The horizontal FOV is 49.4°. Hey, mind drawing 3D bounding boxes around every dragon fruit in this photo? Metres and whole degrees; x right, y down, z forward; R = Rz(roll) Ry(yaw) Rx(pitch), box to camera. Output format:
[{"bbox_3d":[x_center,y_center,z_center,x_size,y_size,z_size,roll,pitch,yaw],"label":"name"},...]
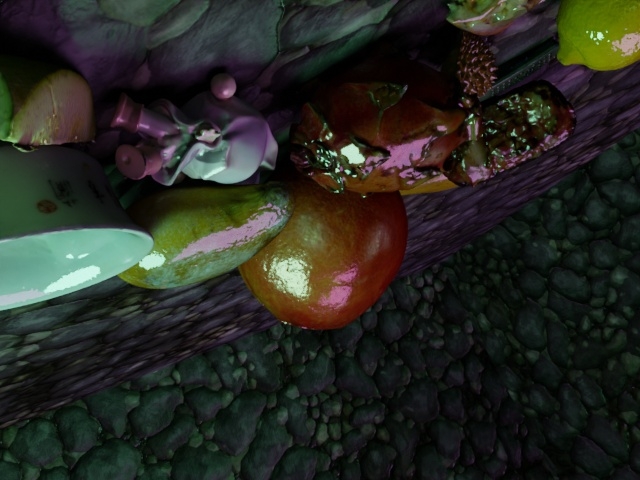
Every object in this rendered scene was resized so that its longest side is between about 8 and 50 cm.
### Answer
[{"bbox_3d":[0.106,-0.196,1.164,0.314,0.251,0.250,-23,169,17],"label":"dragon fruit"}]

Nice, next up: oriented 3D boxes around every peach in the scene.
[{"bbox_3d":[0.002,0.001,1.393,0.372,0.289,0.373,-27,130,-38],"label":"peach"}]

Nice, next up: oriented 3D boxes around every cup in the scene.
[{"bbox_3d":[-0.412,-0.025,0.920,0.347,0.163,0.347,-18,169,-4],"label":"cup"}]

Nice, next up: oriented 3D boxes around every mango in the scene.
[{"bbox_3d":[0.324,-0.190,1.840,0.316,0.119,0.176,-21,175,-1],"label":"mango"},{"bbox_3d":[-0.188,-0.018,1.115,0.316,0.146,0.193,-21,156,2],"label":"mango"}]

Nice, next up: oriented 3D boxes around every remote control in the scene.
[{"bbox_3d":[0.414,-0.362,1.504,0.221,0.042,0.072,-29,169,9],"label":"remote control"}]

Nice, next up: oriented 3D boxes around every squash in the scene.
[{"bbox_3d":[-0.298,-0.152,0.807,0.169,0.093,0.252,18,-171,28],"label":"squash"}]

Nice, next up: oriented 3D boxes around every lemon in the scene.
[{"bbox_3d":[0.523,-0.404,1.233,0.244,0.187,0.186,-37,164,24],"label":"lemon"}]

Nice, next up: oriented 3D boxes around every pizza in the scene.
[{"bbox_3d":[0.345,-0.419,1.087,0.297,0.071,0.189,-34,164,30],"label":"pizza"}]

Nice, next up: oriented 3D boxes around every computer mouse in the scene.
[{"bbox_3d":[-0.280,-0.061,1.217,0.379,0.090,0.167,-27,147,6],"label":"computer mouse"}]

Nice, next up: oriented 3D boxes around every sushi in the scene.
[{"bbox_3d":[0.399,-0.246,1.588,0.343,0.197,0.182,-25,169,22],"label":"sushi"}]

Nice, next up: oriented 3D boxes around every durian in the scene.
[{"bbox_3d":[0.263,-0.292,1.268,0.102,0.147,0.208,15,176,3],"label":"durian"}]

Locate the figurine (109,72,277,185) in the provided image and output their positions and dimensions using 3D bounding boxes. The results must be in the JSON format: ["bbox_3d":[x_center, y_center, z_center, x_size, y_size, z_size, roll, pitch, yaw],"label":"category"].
[{"bbox_3d":[-0.178,-0.145,1.009,0.275,0.133,0.200,-11,143,-52],"label":"figurine"}]
